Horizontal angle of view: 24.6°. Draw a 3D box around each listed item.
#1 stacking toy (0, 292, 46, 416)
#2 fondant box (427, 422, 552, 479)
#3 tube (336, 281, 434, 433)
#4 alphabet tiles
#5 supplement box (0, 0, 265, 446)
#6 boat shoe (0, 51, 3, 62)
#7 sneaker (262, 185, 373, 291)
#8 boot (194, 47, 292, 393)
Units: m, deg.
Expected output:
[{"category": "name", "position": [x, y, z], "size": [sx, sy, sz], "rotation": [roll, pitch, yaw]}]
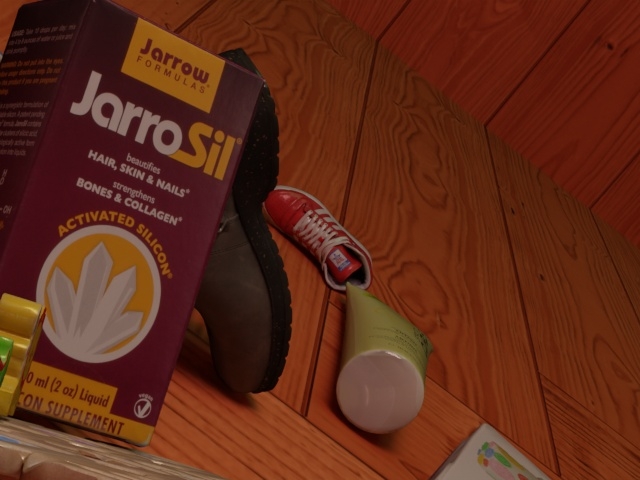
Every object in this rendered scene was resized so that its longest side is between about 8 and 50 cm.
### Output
[{"category": "stacking toy", "position": [-0.184, 0.016, 0.509], "size": [0.167, 0.052, 0.221], "rotation": [17, -7, -6]}, {"category": "fondant box", "position": [0.162, 0.261, 0.777], "size": [0.330, 0.096, 0.238], "rotation": [42, 15, 8]}, {"category": "tube", "position": [0.049, 0.081, 1.114], "size": [0.240, 0.062, 0.070], "rotation": [-63, 142, -80]}, {"category": "alphabet tiles", "position": [-0.069, 0.095, 0.562], "size": [0.284, 0.021, 0.278], "rotation": [14, -9, 24]}, {"category": "supplement box", "position": [-0.112, -0.009, 0.695], "size": [0.104, 0.188, 0.081], "rotation": [23, -10, -35]}, {"category": "boat shoe", "position": [-0.272, -0.139, 0.965], "size": [0.183, 0.066, 0.066], "rotation": [34, 14, -19]}, {"category": "sneaker", "position": [0.000, 0.000, 1.257], "size": [0.118, 0.042, 0.067], "rotation": [38, 11, -14]}, {"category": "boot", "position": [-0.107, 0.005, 0.849], "size": [0.161, 0.246, 0.083], "rotation": [-16, 41, -16]}]
